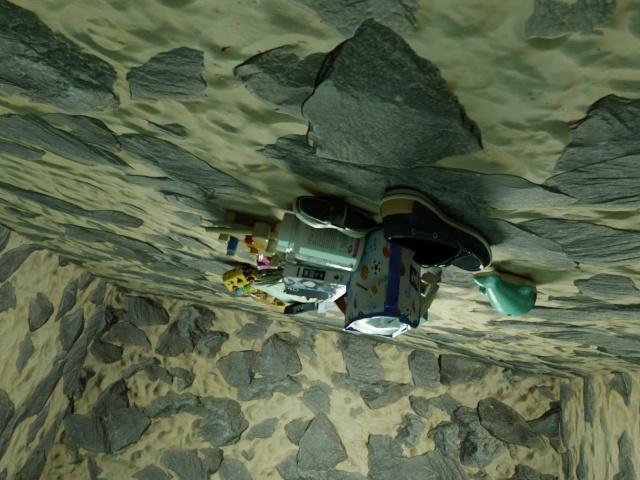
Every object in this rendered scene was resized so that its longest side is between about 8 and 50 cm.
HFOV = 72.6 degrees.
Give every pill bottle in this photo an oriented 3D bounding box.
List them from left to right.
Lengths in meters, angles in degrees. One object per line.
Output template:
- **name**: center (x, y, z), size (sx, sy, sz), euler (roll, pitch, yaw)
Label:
- **pill bottle**: center (0.000, 0.000, 1.495), size (0.284, 0.160, 0.160), euler (14, 160, -3)

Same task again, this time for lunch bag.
- **lunch bag**: center (0.027, 0.118, 1.873), size (0.280, 0.107, 0.224), euler (15, 160, -7)
- **lunch bag**: center (0.228, 0.152, 1.525), size (0.239, 0.327, 0.385), euler (8, 159, -1)

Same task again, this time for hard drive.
- **hard drive**: center (-0.079, 0.390, 2.588), size (0.255, 0.054, 0.172), euler (-10, 178, -29)

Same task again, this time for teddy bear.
- **teddy bear**: center (-0.355, 0.318, 2.677), size (0.339, 0.113, 0.245), euler (22, 152, -4)

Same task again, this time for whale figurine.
- **whale figurine**: center (0.694, 0.202, 1.649), size (0.272, 0.141, 0.216), euler (26, 156, -32)

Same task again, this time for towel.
- **towel**: center (-0.174, 0.267, 2.424), size (0.375, 0.090, 0.321), euler (28, 156, -37)

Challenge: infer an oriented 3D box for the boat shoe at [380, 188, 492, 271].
- **boat shoe**: center (0.357, 0.013, 1.331), size (0.501, 0.155, 0.187), euler (27, 154, -38)

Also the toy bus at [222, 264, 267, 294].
- **toy bus**: center (-0.418, 0.181, 2.304), size (0.191, 0.202, 0.104), euler (1, 127, 47)

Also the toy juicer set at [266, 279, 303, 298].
- **toy juicer set**: center (-0.076, 0.235, 2.161), size (0.330, 0.089, 0.209), euler (5, 160, -29)

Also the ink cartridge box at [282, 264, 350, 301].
- **ink cartridge box**: center (0.014, 0.187, 1.812), size (0.334, 0.065, 0.165), euler (6, 145, 8)

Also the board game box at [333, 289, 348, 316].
- **board game box**: center (0.205, 0.215, 1.720), size (0.145, 0.281, 0.027), euler (51, 165, 14)

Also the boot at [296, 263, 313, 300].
- **boot**: center (0.036, 0.192, 2.046), size (0.270, 0.236, 0.089), euler (-1, 135, -25)

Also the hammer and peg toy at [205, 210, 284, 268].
- **hammer and peg toy**: center (-0.266, -0.020, 1.653), size (0.266, 0.127, 0.361), euler (14, 160, 3)

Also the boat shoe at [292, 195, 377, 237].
- **boat shoe**: center (0.051, -0.082, 1.344), size (0.286, 0.102, 0.092), euler (20, 154, -29)

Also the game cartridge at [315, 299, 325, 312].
- **game cartridge**: center (0.071, 0.305, 2.291), size (0.198, 0.062, 0.297), euler (-24, 163, -10)

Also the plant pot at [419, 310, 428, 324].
- **plant pot**: center (0.415, 0.355, 2.209), size (0.235, 0.165, 0.165), euler (-9, 152, 32)

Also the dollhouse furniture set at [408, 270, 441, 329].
- **dollhouse furniture set**: center (0.341, 0.180, 1.901), size (0.304, 0.198, 0.286), euler (30, 126, 23)

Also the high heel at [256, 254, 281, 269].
- **high heel**: center (-0.231, 0.066, 1.971), size (0.117, 0.082, 0.244), euler (-13, 150, -12)
